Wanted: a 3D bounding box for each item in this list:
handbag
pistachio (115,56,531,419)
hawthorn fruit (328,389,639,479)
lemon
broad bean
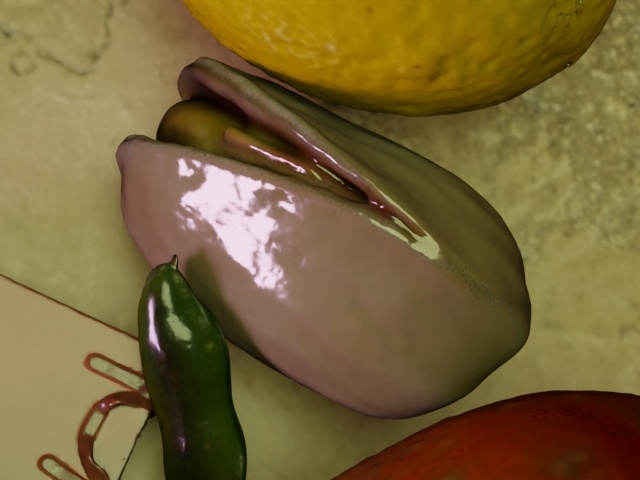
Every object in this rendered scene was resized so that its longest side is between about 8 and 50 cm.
[{"bbox_3d":[-0.202,0.095,1.102,0.190,0.063,0.127,26,78,-3],"label":"handbag"},{"bbox_3d":[0.000,0.000,1.082,0.288,0.197,0.166,31,73,7],"label":"pistachio"},{"bbox_3d":[0.148,0.253,0.968,0.403,0.403,0.402,2,82,-10],"label":"hawthorn fruit"},{"bbox_3d":[0.045,-0.233,1.074,0.336,0.336,0.336,2,82,-10],"label":"lemon"},{"bbox_3d":[-0.079,0.130,1.080,0.065,0.046,0.254,3,109,16],"label":"broad bean"}]
